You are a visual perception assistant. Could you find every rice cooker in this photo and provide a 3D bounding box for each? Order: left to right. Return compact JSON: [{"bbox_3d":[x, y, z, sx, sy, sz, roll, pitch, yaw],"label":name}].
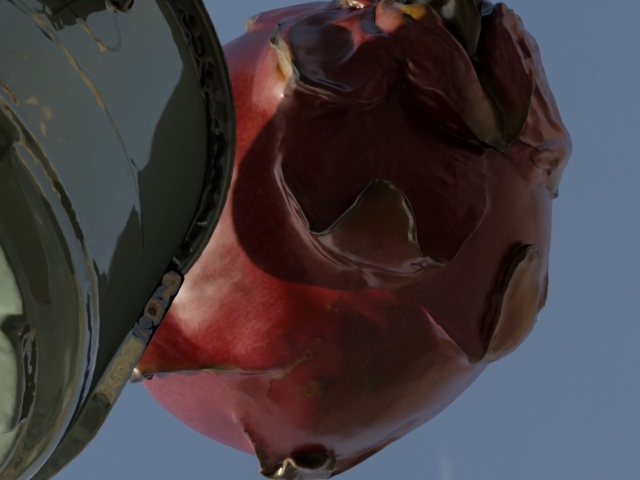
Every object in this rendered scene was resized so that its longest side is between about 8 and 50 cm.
[{"bbox_3d":[-0.164,-0.028,0.675,0.241,0.227,0.280,40,-59,-10],"label":"rice cooker"}]

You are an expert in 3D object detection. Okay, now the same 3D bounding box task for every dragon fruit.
[{"bbox_3d":[-0.003,0.002,0.921,0.250,0.315,0.250,39,-142,-39],"label":"dragon fruit"}]
